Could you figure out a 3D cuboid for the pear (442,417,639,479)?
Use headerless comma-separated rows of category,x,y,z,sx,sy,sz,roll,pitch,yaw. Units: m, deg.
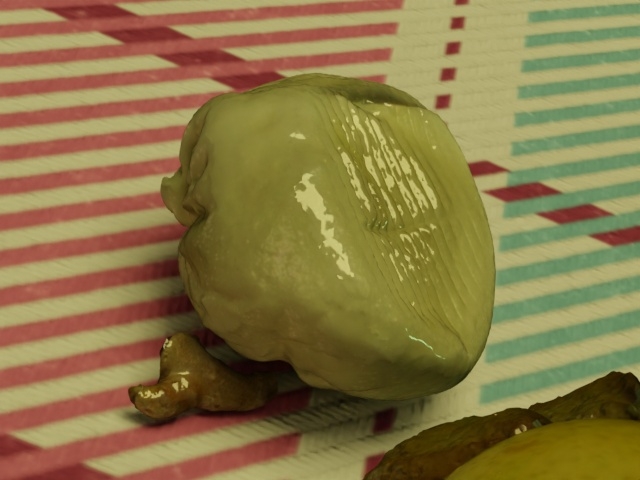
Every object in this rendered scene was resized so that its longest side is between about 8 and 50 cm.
pear,0.154,0.265,0.722,0.362,0.362,0.418,-13,56,-42

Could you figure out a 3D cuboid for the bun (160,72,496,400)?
bun,0.000,0.000,1.162,0.229,0.145,0.229,40,36,-38

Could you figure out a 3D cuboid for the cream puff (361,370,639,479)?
cream puff,0.138,0.175,1.000,0.244,0.196,0.244,43,29,-31

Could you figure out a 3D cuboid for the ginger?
ginger,-0.071,0.076,1.106,0.097,0.030,0.048,-2,71,-37
